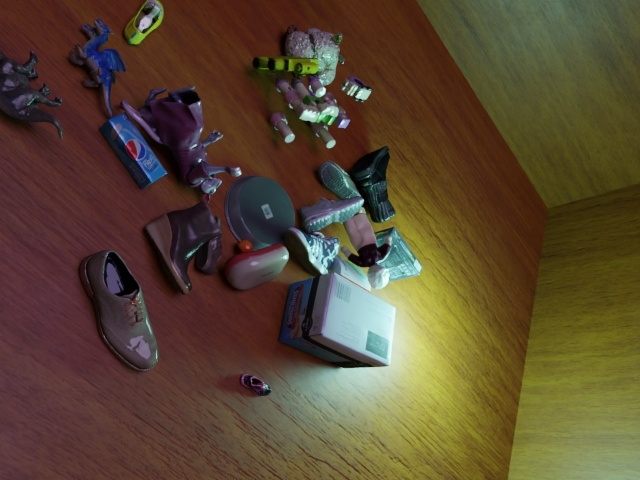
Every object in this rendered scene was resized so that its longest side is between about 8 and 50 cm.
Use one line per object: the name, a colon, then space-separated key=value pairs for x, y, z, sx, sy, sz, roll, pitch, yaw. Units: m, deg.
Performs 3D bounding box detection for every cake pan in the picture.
cake pan: x=-0.203 y=-0.099 z=1.825 sx=0.293 sy=0.054 sz=0.293 roll=17 pitch=65 yaw=-41

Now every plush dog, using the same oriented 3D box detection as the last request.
plush dog: x=-0.042 y=-0.799 z=2.154 sx=0.225 sy=0.210 sz=0.263 roll=-13 pitch=86 yaw=-23

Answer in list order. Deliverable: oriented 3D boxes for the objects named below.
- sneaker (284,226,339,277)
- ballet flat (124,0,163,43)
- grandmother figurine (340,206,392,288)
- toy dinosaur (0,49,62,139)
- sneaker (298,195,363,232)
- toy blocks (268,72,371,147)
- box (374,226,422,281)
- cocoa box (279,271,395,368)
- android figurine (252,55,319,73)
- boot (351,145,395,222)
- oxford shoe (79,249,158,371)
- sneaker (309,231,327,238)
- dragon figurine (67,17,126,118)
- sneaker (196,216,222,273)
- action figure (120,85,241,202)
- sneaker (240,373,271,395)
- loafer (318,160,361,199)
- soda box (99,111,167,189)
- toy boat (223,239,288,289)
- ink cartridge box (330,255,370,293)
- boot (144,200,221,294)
sneaker: x=-0.024 y=0.007 z=1.886 sx=0.153 sy=0.099 sz=0.282 roll=-57 pitch=138 yaw=-23
ballet flat: x=-0.556 y=-0.723 z=1.663 sx=0.077 sy=0.077 sz=0.231 roll=39 pitch=52 yaw=-29
grandmother figurine: x=0.189 y=0.033 z=2.046 sx=0.104 sy=0.207 sz=0.342 roll=58 pitch=12 yaw=-63
toy dinosaur: x=-0.780 y=-0.385 z=1.317 sx=0.160 sy=0.121 sz=0.314 roll=-34 pitch=106 yaw=-34
sneaker: x=0.045 y=-0.132 z=2.004 sx=0.281 sy=0.105 sz=0.115 roll=-20 pitch=64 yaw=-28
toy blocks: x=-0.031 y=-0.563 z=1.999 sx=0.288 sy=0.309 sz=0.260 roll=-1 pitch=50 yaw=-43
box: x=0.295 y=0.064 z=2.180 sx=0.233 sy=0.183 sz=0.059 roll=52 pitch=46 yaw=-18
cocoa box: x=0.066 y=0.298 z=1.832 sx=0.347 sy=0.228 sz=0.232 roll=31 pitch=57 yaw=-34
android figurine: x=-0.122 y=-0.680 z=1.982 sx=0.272 sy=0.248 sz=0.056 roll=-20 pitch=121 yaw=-47
boot: x=0.261 y=-0.252 z=2.291 sx=0.260 sy=0.131 sz=0.348 roll=61 pitch=36 yaw=-19
oxford shoe: x=-0.516 y=0.189 z=1.351 sx=0.123 sy=0.130 sz=0.348 roll=-35 pitch=102 yaw=-46
sneaker: x=0.000 y=0.000 z=2.007 sx=0.109 sy=0.040 sz=0.044 roll=26 pitch=62 yaw=-36
dragon figurine: x=-0.632 y=-0.511 z=1.507 sx=0.144 sy=0.085 sz=0.289 roll=-38 pitch=103 yaw=-45
sneaker: x=-0.348 y=0.018 z=1.645 sx=0.071 sy=0.066 sz=0.188 roll=44 pitch=49 yaw=-52
action figure: x=-0.413 y=-0.275 z=1.574 sx=0.275 sy=0.248 sz=0.370 roll=-19 pitch=119 yaw=-15
sneaker: x=-0.196 y=0.462 z=1.637 sx=0.119 sy=0.057 sz=0.047 roll=39 pitch=50 yaw=-32
loafer: x=0.077 y=-0.248 z=2.149 sx=0.251 sy=0.094 sz=0.087 roll=46 pitch=23 yaw=-37
soda box: x=-0.552 y=-0.263 z=1.513 sx=0.210 sy=0.071 sz=0.067 roll=58 pitch=44 yaw=-14
toy boat: x=-0.228 y=0.060 z=1.706 sx=0.151 sy=0.151 sz=0.231 roll=48 pitch=38 yaw=19
ink cartridge box: x=0.131 y=0.147 z=1.981 sx=0.181 sy=0.225 sz=0.056 roll=31 pitch=98 yaw=-35
boot: x=-0.385 y=0.017 z=1.546 sx=0.206 sy=0.090 sz=0.248 roll=-26 pitch=87 yaw=-30
